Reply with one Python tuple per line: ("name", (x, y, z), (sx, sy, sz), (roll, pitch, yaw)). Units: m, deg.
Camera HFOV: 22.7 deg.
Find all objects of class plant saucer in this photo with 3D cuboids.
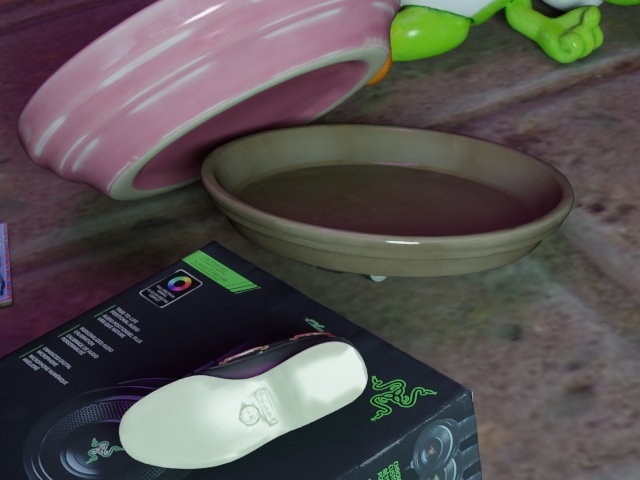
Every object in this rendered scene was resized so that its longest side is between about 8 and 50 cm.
("plant saucer", (-0.073, -0.124, 1.259), (0.332, 0.084, 0.332), (-28, -6, -3))
("plant saucer", (0.048, -0.032, 1.190), (0.278, 0.041, 0.278), (4, 21, -1))

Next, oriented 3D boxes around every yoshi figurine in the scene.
("yoshi figurine", (0.180, -0.257, 1.454), (0.362, 0.203, 0.203), (-14, 47, -11))

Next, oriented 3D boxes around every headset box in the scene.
("headset box", (-0.075, 0.144, 0.914), (0.283, 0.131, 0.246), (-29, 37, -28))

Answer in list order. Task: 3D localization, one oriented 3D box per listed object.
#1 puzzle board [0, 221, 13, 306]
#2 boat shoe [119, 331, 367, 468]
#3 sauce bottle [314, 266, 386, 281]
("puzzle board", (-0.298, 0.026, 1.285), (0.096, 0.011, 0.128), (-13, 31, -5))
("boat shoe", (-0.040, 0.084, 0.838), (0.133, 0.048, 0.042), (-19, 6, -4))
("sauce bottle", (0.000, 0.000, 1.210), (0.128, 0.042, 0.042), (19, 42, 42))
